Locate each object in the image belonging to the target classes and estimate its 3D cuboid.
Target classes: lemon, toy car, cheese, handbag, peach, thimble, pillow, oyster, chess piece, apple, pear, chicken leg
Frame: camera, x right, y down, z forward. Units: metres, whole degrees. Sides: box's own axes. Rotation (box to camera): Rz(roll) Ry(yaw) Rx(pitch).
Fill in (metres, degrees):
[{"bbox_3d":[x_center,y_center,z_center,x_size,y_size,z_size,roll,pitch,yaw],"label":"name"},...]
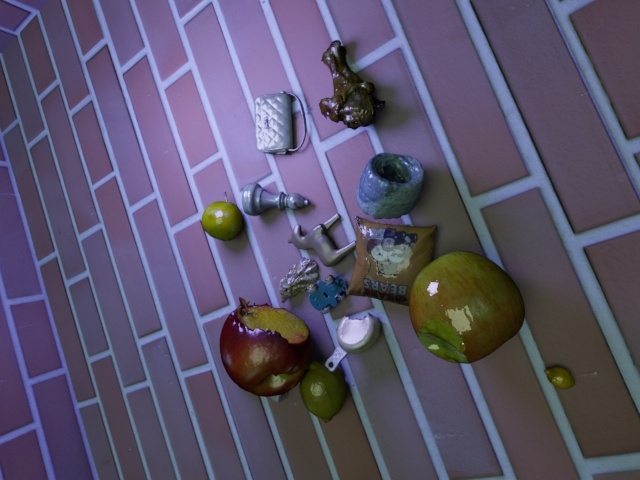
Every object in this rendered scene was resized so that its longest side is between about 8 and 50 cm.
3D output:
[{"bbox_3d":[0.745,0.427,1.250,0.092,0.065,0.065,22,102,14],"label":"lemon"},{"bbox_3d":[0.023,0.197,1.586,0.161,0.098,0.126,-37,105,-5],"label":"toy car"},{"bbox_3d":[0.123,0.387,1.500,0.163,0.071,0.249,11,69,34],"label":"cheese"},{"bbox_3d":[-0.161,-0.480,1.636,0.219,0.079,0.256,-2,94,22],"label":"handbag"},{"bbox_3d":[0.014,0.580,1.548,0.184,0.184,0.248,-13,95,26],"label":"lemon"},{"bbox_3d":[-0.218,0.420,1.542,0.406,0.335,0.310,28,101,53],"label":"peach"},{"bbox_3d":[0.238,-0.183,1.361,0.205,0.250,0.172,35,137,21],"label":"thimble"},{"bbox_3d":[0.254,0.080,1.437,0.310,0.119,0.312,8,97,19],"label":"pillow"},{"bbox_3d":[-0.099,0.157,1.642,0.209,0.072,0.133,-29,83,22],"label":"oyster"},{"bbox_3d":[-0.176,-0.162,1.643,0.271,0.139,0.139,5,95,15],"label":"chess piece"},{"bbox_3d":[0.437,0.200,1.236,0.339,0.339,0.339,1,93,26],"label":"apple"},{"bbox_3d":[-0.418,-0.108,1.744,0.180,0.166,0.216,1,71,38],"label":"pear"},{"bbox_3d":[0.080,-0.552,1.488,0.211,0.140,0.361,-32,68,3],"label":"chicken leg"}]

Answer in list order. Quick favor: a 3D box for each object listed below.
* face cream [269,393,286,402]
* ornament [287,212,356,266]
[{"bbox_3d":[-0.286,0.592,1.744,0.311,0.092,0.092,21,102,25],"label":"face cream"},{"bbox_3d":[0.000,0.000,1.589,0.245,0.061,0.230,-37,76,18],"label":"ornament"}]
